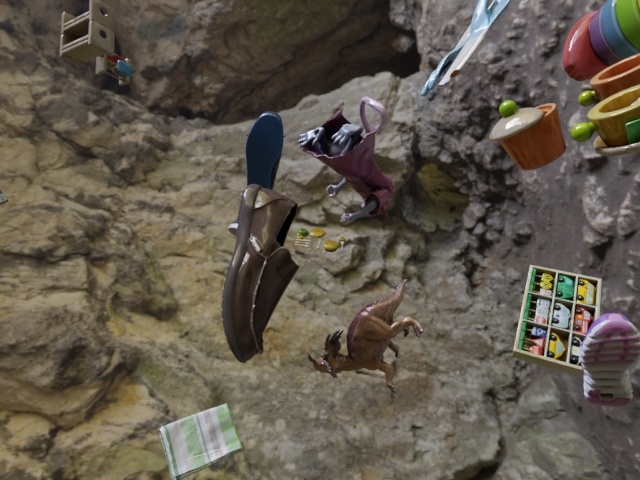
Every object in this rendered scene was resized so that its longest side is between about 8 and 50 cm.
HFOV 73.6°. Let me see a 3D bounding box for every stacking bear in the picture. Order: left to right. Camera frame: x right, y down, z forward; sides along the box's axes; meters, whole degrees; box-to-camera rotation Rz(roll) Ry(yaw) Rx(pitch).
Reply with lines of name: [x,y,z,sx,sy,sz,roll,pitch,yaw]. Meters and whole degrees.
stacking bear: [0.599,-0.399,0.728,0.289,0.176,0.164,154,126,-75]

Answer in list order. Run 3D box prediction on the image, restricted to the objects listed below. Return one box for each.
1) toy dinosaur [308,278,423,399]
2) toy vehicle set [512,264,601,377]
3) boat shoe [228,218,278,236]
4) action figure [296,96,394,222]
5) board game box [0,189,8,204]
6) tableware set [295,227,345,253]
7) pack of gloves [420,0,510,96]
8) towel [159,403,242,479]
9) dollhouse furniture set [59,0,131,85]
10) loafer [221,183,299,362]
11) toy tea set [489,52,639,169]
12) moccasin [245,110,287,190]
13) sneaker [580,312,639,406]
toy dinosaur: [0.099,0.216,0.961,0.127,0.201,0.295,-79,10,-78]
toy vehicle set: [0.580,0.188,1.046,0.266,0.166,0.035,-61,-30,-33]
boat shoe: [-0.150,-0.028,0.992,0.040,0.142,0.049,-63,-31,-31]
action figure: [0.114,-0.204,1.210,0.370,0.276,0.248,38,-166,-41]
board game box: [-0.686,-0.138,0.791,0.201,0.136,0.035,65,-147,-19]
tableware set: [0.000,0.000,1.304,0.104,0.154,0.024,-80,-6,-51]
pack of gloves: [0.269,-0.389,0.815,0.046,0.232,0.195,37,175,-10]
towel: [-0.255,0.427,0.918,0.113,0.152,0.023,63,144,23]
dollhouse furniture set: [-0.575,-0.532,1.160,0.184,0.129,0.128,10,-103,-62]
loafer: [-0.109,0.056,0.851,0.134,0.130,0.365,88,-174,-73]
toy tea set: [0.348,-0.196,0.458,0.124,0.336,0.200,56,-166,-15]
moccasin: [-0.203,-0.298,1.494,0.116,0.138,0.341,-78,8,-53]
sneaker: [0.557,0.219,0.842,0.104,0.095,0.236,-66,-35,-48]
